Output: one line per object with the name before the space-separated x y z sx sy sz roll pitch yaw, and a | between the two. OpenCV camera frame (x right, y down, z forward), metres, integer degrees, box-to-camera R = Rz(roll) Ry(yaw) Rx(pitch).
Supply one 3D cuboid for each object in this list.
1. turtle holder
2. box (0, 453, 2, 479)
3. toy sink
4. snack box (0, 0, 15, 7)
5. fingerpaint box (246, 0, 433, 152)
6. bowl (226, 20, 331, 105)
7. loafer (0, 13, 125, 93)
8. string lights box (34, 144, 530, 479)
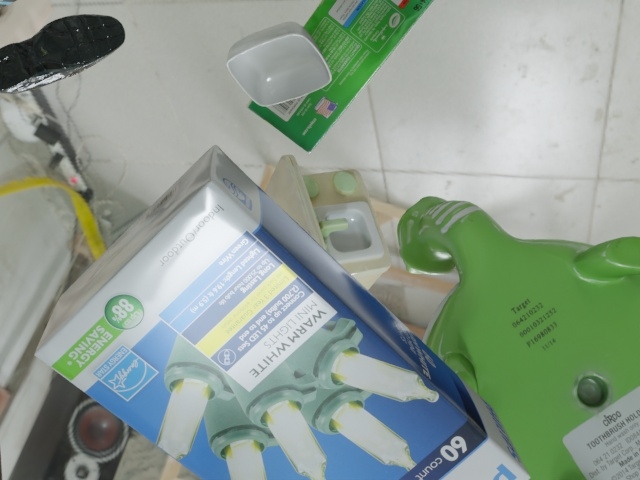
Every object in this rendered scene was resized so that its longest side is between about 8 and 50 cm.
turtle holder | 0.176 0.120 0.667 0.320 0.243 0.227 28 167 5
box | -0.501 0.325 0.900 0.168 0.167 0.203 -19 155 7
toy sink | 0.000 0.000 1.029 0.131 0.153 0.234 -9 155 -23
snack box | -0.477 -0.405 1.045 0.060 0.187 0.322 -2 -177 -44
fingerpaint box | 0.085 -0.436 1.488 0.163 0.371 0.445 36 124 -9
bowl | -0.065 -0.284 1.213 0.142 0.053 0.142 -15 151 18
loafer | -0.309 -0.219 0.906 0.170 0.062 0.061 -18 -178 -1
string lights box | -0.014 0.085 0.453 0.133 0.077 0.259 -43 109 10
